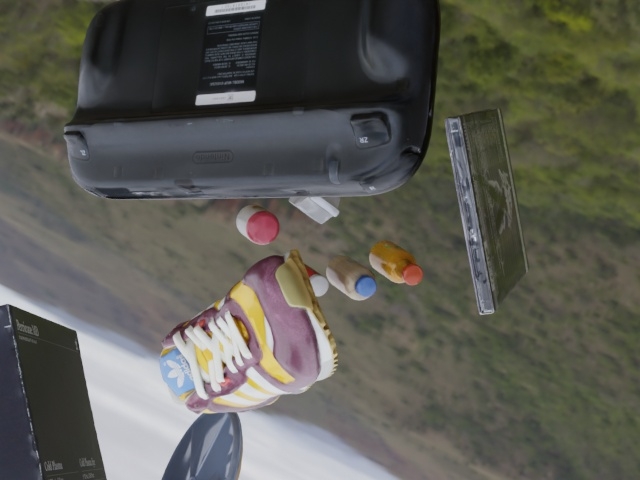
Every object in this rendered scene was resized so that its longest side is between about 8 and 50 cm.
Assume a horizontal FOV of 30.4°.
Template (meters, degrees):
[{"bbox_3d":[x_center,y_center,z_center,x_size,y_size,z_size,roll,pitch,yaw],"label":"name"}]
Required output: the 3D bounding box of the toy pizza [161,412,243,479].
[{"bbox_3d":[-0.134,0.283,1.324,0.032,0.201,0.201,26,172,-22],"label":"toy pizza"}]

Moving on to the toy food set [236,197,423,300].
[{"bbox_3d":[0.000,0.000,1.352,0.232,0.111,0.104,37,178,-21],"label":"toy food set"}]

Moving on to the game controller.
[{"bbox_3d":[-0.060,-0.115,0.871,0.319,0.167,0.067,1,162,32],"label":"game controller"}]

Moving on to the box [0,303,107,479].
[{"bbox_3d":[-0.376,0.260,1.388,0.178,0.313,0.343,-13,170,-2],"label":"box"}]

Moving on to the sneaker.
[{"bbox_3d":[-0.045,0.062,0.650,0.083,0.070,0.185,-17,162,-13],"label":"sneaker"}]

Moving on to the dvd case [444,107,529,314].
[{"bbox_3d":[0.153,-0.035,1.061,0.018,0.165,0.221,-9,-175,19],"label":"dvd case"}]
